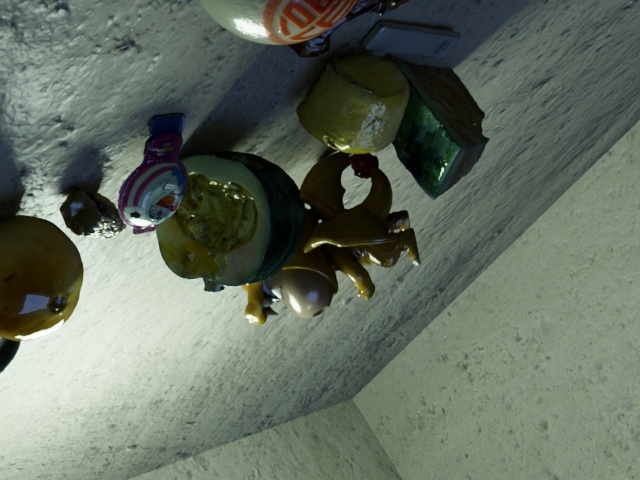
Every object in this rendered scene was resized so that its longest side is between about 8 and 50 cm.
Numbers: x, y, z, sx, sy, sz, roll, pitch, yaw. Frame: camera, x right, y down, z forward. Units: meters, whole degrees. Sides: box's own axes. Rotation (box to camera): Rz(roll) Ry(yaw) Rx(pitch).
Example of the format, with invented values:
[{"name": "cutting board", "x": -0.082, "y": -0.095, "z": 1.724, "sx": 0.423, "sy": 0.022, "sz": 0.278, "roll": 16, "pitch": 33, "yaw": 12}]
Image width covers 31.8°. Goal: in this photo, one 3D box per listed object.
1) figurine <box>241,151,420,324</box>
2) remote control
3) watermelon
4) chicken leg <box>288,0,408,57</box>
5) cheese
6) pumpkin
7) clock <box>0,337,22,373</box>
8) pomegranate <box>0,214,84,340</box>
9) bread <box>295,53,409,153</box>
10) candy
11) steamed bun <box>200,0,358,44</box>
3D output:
[{"name": "figurine", "x": -0.002, "y": -0.012, "z": 2.362, "sx": 0.387, "sy": 0.401, "sz": 0.268, "roll": -14, "pitch": 129, "yaw": 2}, {"name": "remote control", "x": 0.180, "y": -0.395, "z": 2.200, "sx": 0.261, "sy": 0.029, "sz": 0.067, "roll": -5, "pitch": 147, "yaw": -48}, {"name": "watermelon", "x": 0.225, "y": -0.230, "z": 2.311, "sx": 0.151, "sy": 0.264, "sz": 0.302, "roll": -42, "pitch": 161, "yaw": 26}, {"name": "chicken leg", "x": 0.070, "y": -0.416, "z": 1.919, "sx": 0.304, "sy": 0.093, "sz": 0.113, "roll": -31, "pitch": 144, "yaw": 18}, {"name": "cheese", "x": -0.293, "y": -0.116, "z": 2.021, "sx": 0.155, "sy": 0.062, "sz": 0.244, "roll": -12, "pitch": 129, "yaw": -45}, {"name": "pumpkin", "x": -0.155, "y": -0.042, "z": 2.155, "sx": 0.197, "sy": 0.293, "sz": 0.263, "roll": -11, "pitch": 110, "yaw": -52}, {"name": "clock", "x": -0.769, "y": 0.236, "z": 2.174, "sx": 0.386, "sy": 0.076, "sz": 0.386, "roll": -29, "pitch": 160, "yaw": -11}, {"name": "pomegranate", "x": -0.521, "y": 0.069, "z": 1.946, "sx": 0.233, "sy": 0.233, "sz": 0.233, "roll": -28, "pitch": 160, "yaw": -12}, {"name": "bread", "x": 0.063, "y": -0.259, "z": 2.135, "sx": 0.197, "sy": 0.197, "sz": 0.170, "roll": -15, "pitch": 141, "yaw": -40}, {"name": "candy", "x": -0.409, "y": -0.046, "z": 2.029, "sx": 0.085, "sy": 0.095, "sz": 0.110, "roll": -43, "pitch": 163, "yaw": 17}, {"name": "steamed bun", "x": -0.041, "y": -0.396, "z": 1.643, "sx": 0.283, "sy": 0.177, "sz": 0.283, "roll": -28, "pitch": 159, "yaw": -11}]
